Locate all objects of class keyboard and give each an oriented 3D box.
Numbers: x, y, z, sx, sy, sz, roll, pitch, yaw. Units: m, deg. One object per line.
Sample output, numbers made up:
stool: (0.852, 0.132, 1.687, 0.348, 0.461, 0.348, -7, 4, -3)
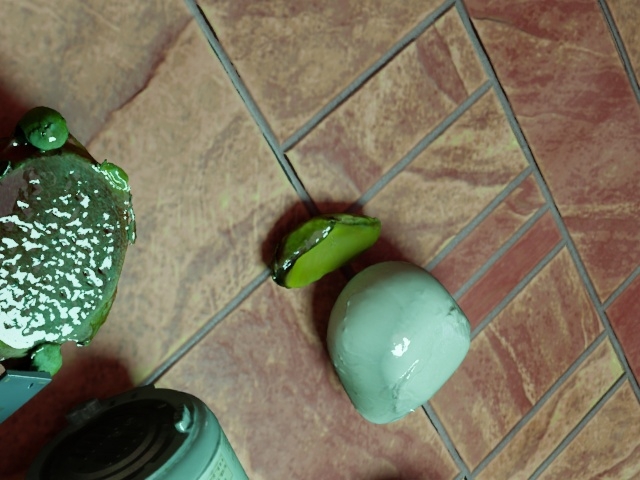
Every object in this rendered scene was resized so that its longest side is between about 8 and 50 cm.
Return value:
keyboard: (-0.356, 0.182, 1.404, 0.055, 0.176, 0.014, 9, 53, -43)

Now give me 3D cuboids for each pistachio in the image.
pistachio: (0.000, 0.000, 1.675, 0.173, 0.049, 0.090, -25, 140, -31)

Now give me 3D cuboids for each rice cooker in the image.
rice cooker: (-0.185, 0.335, 1.497, 0.264, 0.317, 0.317, -20, 118, 9)

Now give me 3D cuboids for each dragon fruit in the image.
dragon fruit: (-0.316, 0.002, 1.394, 0.268, 0.130, 0.295, 7, 97, -37)

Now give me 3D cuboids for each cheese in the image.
cheese: (0.095, 0.118, 1.706, 0.198, 0.154, 0.189, -48, 144, -21)
